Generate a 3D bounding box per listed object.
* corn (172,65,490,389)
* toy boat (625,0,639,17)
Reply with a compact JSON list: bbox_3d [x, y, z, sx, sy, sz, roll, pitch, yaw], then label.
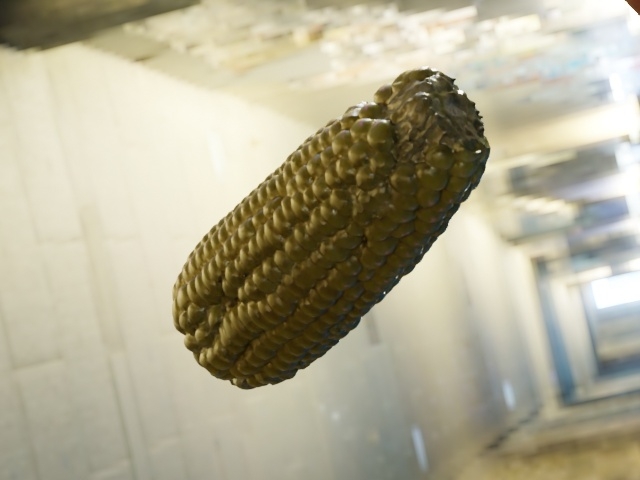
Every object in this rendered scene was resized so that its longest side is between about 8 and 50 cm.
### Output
[{"bbox_3d":[0.000,0.000,1.346,0.130,0.347,0.130,20,48,-24],"label":"corn"},{"bbox_3d":[0.105,-0.115,0.564,0.173,0.059,0.069,51,-25,16],"label":"toy boat"}]
